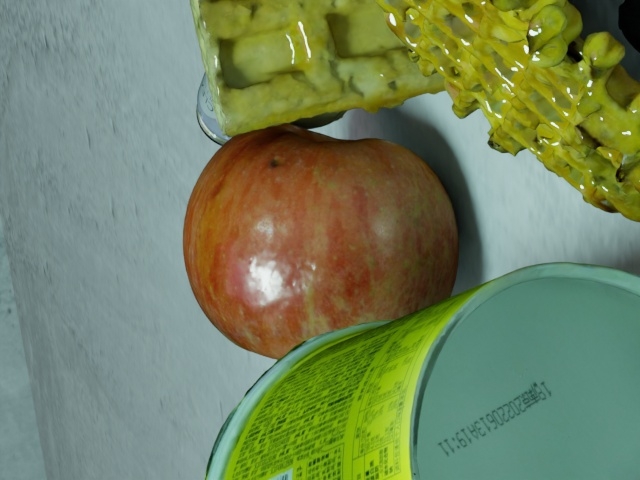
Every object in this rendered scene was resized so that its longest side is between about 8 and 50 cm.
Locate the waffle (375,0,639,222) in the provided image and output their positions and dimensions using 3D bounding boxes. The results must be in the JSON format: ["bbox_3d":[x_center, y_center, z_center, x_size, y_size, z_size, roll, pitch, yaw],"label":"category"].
[{"bbox_3d":[0.106,-0.096,1.048,0.231,0.051,0.229,45,175,-35],"label":"waffle"}]

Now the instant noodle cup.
[{"bbox_3d":[0.110,0.158,1.098,0.221,0.311,0.311,-41,66,60],"label":"instant noodle cup"}]

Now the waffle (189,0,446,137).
[{"bbox_3d":[-0.017,-0.213,1.291,0.057,0.168,0.274,-170,65,-77],"label":"waffle"}]

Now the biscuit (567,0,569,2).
[{"bbox_3d":[0.095,-0.206,1.182,0.240,0.035,0.158,66,157,17],"label":"biscuit"}]

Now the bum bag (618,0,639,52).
[{"bbox_3d":[0.176,-0.140,1.011,0.058,0.034,0.124,32,137,43],"label":"bum bag"}]

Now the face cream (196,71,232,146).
[{"bbox_3d":[-0.057,-0.140,1.612,0.229,0.075,0.075,119,132,-65],"label":"face cream"}]

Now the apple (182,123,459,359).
[{"bbox_3d":[0.000,0.000,1.391,0.209,0.209,0.164,-163,75,-68],"label":"apple"}]

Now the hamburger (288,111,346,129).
[{"bbox_3d":[-0.010,-0.152,1.436,0.126,0.081,0.141,23,114,48],"label":"hamburger"}]
